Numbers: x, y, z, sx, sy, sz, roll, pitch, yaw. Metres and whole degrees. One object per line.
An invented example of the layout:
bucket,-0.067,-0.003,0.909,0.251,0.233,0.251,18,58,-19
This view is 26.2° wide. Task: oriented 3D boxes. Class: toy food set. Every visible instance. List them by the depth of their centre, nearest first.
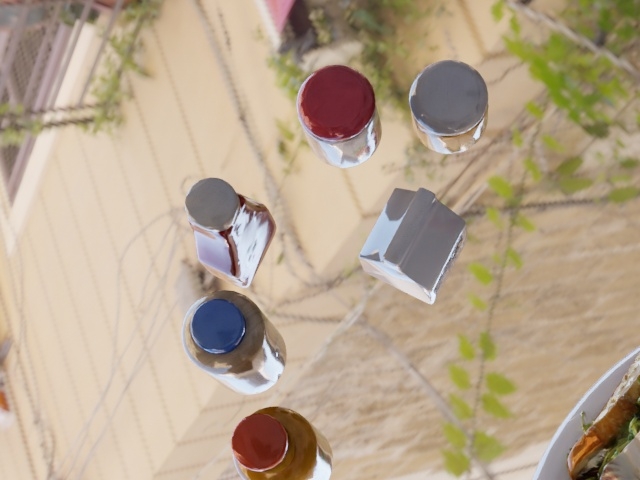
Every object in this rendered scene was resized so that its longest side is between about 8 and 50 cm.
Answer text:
toy food set,0.000,0.000,0.652,0.111,0.104,0.232,27,-99,12

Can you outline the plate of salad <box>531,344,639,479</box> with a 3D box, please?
plate of salad,0.158,0.099,0.575,0.048,0.199,0.200,44,-131,-28
